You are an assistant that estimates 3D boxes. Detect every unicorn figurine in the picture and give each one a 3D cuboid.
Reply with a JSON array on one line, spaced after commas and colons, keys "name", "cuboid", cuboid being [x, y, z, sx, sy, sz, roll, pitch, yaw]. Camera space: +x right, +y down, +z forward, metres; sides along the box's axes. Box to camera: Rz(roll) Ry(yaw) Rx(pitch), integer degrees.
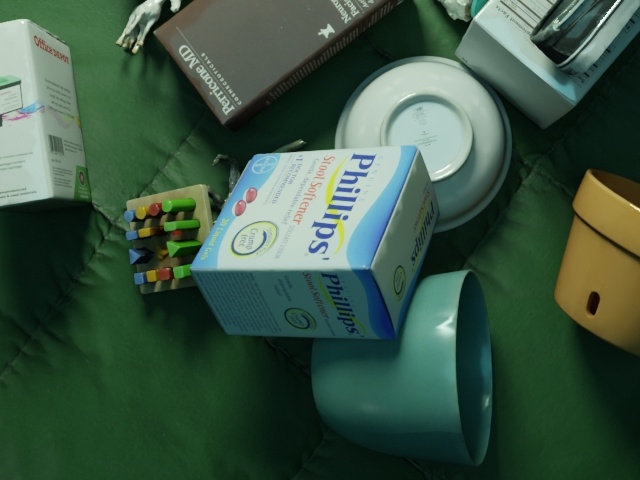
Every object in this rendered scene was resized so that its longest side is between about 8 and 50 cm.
[{"name": "unicorn figurine", "cuboid": [-0.280, -0.364, 1.508, 0.060, 0.162, 0.111, 38, 73, -39]}]

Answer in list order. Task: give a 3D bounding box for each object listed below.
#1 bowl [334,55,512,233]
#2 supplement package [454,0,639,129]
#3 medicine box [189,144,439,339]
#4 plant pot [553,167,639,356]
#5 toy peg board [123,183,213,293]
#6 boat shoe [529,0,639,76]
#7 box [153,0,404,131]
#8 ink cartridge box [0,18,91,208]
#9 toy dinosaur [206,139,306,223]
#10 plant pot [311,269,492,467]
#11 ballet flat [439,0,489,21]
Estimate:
[{"name": "bowl", "cuboid": [0.167, -0.158, 1.480, 0.297, 0.134, 0.298, 0, 90, 3]}, {"name": "supplement package", "cuboid": [0.376, -0.345, 1.423, 0.198, 0.199, 0.263, 41, 88, 2]}, {"name": "medicine box", "cuboid": [0.000, 0.000, 1.373, 0.289, 0.263, 0.149, -2, 133, 27]}, {"name": "plant pot", "cuboid": [0.490, 0.046, 1.401, 0.290, 0.291, 0.204, 25, 108, 3]}, {"name": "toy peg board", "cuboid": [-0.259, 0.002, 1.506, 0.160, 0.079, 0.161, -10, 89, 28]}, {"name": "boat shoe", "cuboid": [0.399, -0.378, 1.268, 0.105, 0.113, 0.306, 35, 97, -13]}, {"name": "box", "cuboid": [-0.056, -0.366, 1.490, 0.381, 0.143, 0.191, -38, 91, 5]}, {"name": "ink cartridge box", "cuboid": [-0.470, -0.190, 1.487, 0.117, 0.201, 0.278, -9, 89, 4]}, {"name": "toy dinosaur", "cuboid": [-0.143, -0.078, 1.538, 0.118, 0.064, 0.268, 31, 92, -11]}, {"name": "plant pot", "cuboid": [0.123, 0.194, 1.417, 0.235, 0.293, 0.293, -3, 90, 19]}, {"name": "ballet flat", "cuboid": [0.300, -0.543, 1.455, 0.147, 0.147, 0.409, 36, 102, 3]}]
